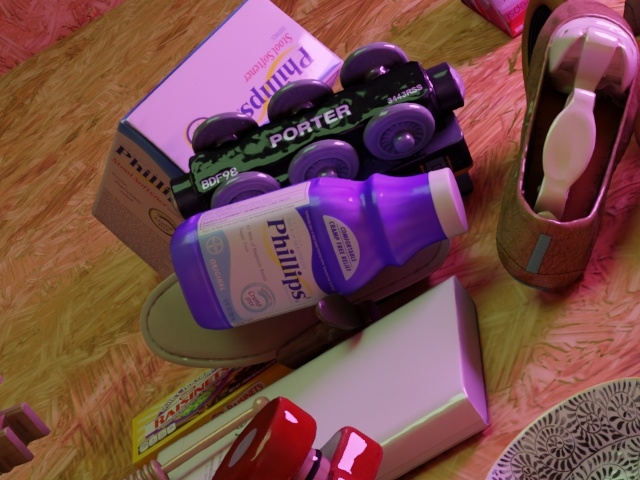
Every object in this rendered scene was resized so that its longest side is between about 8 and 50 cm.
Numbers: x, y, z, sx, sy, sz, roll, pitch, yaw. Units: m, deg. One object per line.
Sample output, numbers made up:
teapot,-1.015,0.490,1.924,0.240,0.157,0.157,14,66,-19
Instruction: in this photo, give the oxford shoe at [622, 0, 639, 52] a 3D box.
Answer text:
oxford shoe,0.372,-0.249,1.700,0.097,0.098,0.271,-10,-5,-22

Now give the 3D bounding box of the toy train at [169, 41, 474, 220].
toy train,0.010,-0.077,1.840,0.334,0.190,0.142,-24,49,4

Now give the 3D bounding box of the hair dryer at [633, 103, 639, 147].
hair dryer,0.392,-0.138,1.565,0.223,0.080,0.293,-20,27,38

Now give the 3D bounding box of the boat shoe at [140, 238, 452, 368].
boat shoe,-0.020,0.040,1.783,0.340,0.127,0.113,-26,-3,11

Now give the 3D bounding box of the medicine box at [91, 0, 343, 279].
medicine box,-0.135,-0.125,2.157,0.263,0.149,0.289,-48,-5,-27

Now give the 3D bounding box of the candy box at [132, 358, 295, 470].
candy box,-0.112,0.165,1.819,0.206,0.027,0.105,-35,19,7

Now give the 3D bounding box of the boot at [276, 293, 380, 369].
boot,-0.010,0.094,1.672,0.114,0.037,0.106,-30,-21,27

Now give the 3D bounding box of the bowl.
bowl,0.199,0.182,1.194,0.170,0.080,0.170,-32,21,14

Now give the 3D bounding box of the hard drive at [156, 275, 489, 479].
hard drive,-0.009,0.184,1.582,0.353,0.047,0.233,-32,20,16

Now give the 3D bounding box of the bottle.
bottle,0.000,0.000,1.667,0.283,0.118,0.092,-15,17,11

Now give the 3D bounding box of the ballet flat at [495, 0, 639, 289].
ballet flat,0.239,-0.118,1.599,0.124,0.116,0.342,96,-167,-60

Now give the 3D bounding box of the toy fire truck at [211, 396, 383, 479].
toy fire truck,-0.050,0.284,1.305,0.254,0.169,0.302,-47,11,34

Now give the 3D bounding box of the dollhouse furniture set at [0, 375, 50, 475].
dollhouse furniture set,-0.373,0.274,1.704,0.161,0.242,0.212,-23,25,35

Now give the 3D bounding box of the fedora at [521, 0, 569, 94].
fedora,0.274,-0.192,1.821,0.079,0.194,0.194,-3,17,-11

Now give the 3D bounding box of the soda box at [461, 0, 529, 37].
soda box,0.233,-0.349,2.273,0.092,0.083,0.263,-36,20,3

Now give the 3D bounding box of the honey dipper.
honey dipper,-0.115,0.195,1.627,0.161,0.030,0.030,-35,20,3
